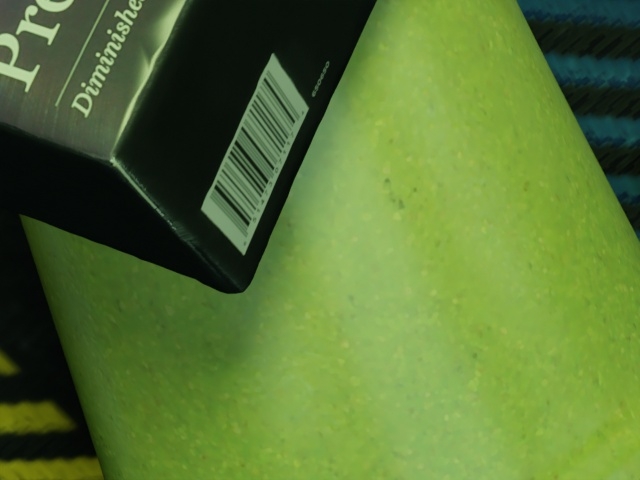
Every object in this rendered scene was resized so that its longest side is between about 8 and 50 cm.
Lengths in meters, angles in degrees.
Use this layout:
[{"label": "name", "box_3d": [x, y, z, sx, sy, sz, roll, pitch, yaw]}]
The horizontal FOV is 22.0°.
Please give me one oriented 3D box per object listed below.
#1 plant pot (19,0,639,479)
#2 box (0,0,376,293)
[{"label": "plant pot", "box_3d": [0.000, 0.000, 0.617, 0.276, 0.276, 0.254, -27, 111, -10]}, {"label": "box", "box_3d": [-0.061, -0.143, 0.469, 0.261, 0.184, 0.103, -66, 156, -13]}]
